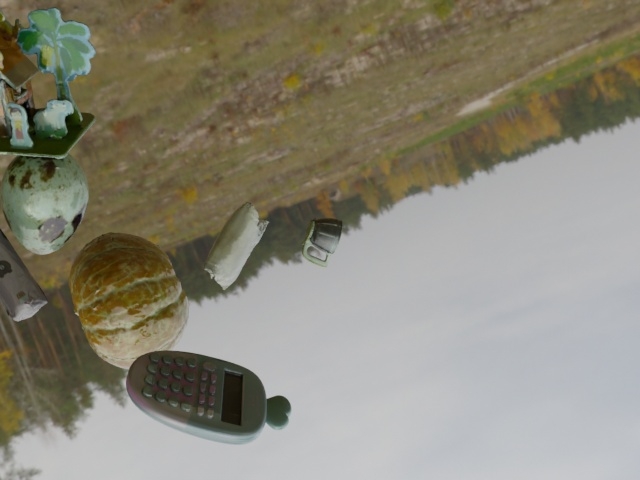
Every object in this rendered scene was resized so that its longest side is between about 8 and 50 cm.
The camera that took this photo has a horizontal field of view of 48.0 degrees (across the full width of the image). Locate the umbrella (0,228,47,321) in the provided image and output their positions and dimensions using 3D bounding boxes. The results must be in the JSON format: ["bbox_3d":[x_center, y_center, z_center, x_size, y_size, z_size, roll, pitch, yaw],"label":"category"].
[{"bbox_3d":[-0.639,0.002,1.365,0.073,0.337,0.067,-36,176,12],"label":"umbrella"}]

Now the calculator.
[{"bbox_3d":[-0.191,0.274,1.256,0.298,0.041,0.185,19,-153,-16],"label":"calculator"}]

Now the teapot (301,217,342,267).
[{"bbox_3d":[0.002,-0.004,1.873,0.090,0.124,0.092,15,155,-9],"label":"teapot"}]

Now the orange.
[{"bbox_3d":[-0.445,0.137,1.677,0.249,0.329,0.329,-25,-177,-22],"label":"orange"}]

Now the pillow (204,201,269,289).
[{"bbox_3d":[-0.185,0.010,1.524,0.181,0.077,0.134,-61,175,-9],"label":"pillow"}]

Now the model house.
[{"bbox_3d":[-0.618,-0.331,1.351,0.357,0.313,0.242,4,-148,1],"label":"model house"}]

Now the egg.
[{"bbox_3d":[-0.561,-0.080,1.463,0.169,0.231,0.169,13,-158,-5],"label":"egg"}]
